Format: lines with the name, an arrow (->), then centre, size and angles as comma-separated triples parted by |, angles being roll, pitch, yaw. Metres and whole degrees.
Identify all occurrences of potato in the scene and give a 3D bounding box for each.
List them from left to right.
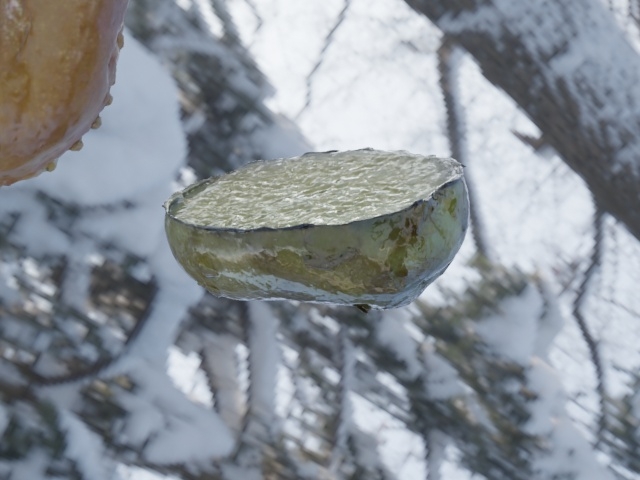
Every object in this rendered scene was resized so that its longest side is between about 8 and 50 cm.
potato -> 0.000, 0.000, 1.076 | 0.200, 0.164, 0.081 | 4, -67, 36

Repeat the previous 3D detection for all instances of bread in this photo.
bread -> -0.135, -0.114, 0.641 | 0.114, 0.132, 0.191 | -134, -134, -66
